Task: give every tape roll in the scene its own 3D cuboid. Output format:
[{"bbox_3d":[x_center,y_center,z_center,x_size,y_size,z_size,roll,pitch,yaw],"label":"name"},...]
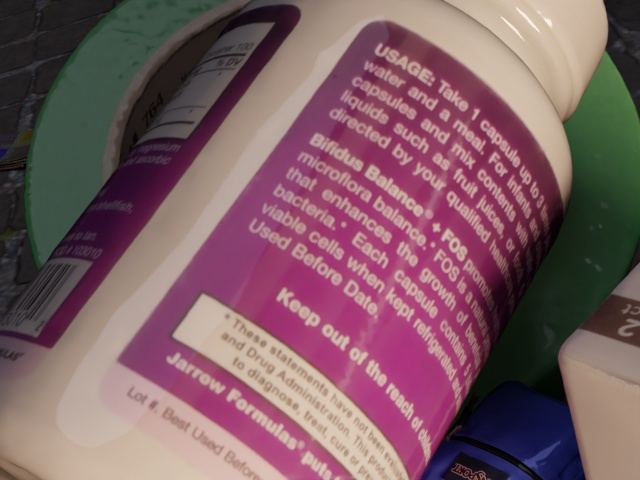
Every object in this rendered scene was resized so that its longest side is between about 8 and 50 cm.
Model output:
[{"bbox_3d":[0.008,-0.027,0.665,0.321,0.077,0.321,-2,61,3],"label":"tape roll"}]

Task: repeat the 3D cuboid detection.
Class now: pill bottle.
[{"bbox_3d":[0.000,0.000,0.508,0.169,0.169,0.301,13,59,40],"label":"pill bottle"}]

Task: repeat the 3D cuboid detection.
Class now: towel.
[{"bbox_3d":[-0.277,-0.080,1.079,0.083,0.009,0.060,-3,36,22],"label":"towel"}]

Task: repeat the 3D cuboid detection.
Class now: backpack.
[{"bbox_3d":[0.076,0.126,0.512,0.120,0.101,0.098,-43,34,-25],"label":"backpack"}]

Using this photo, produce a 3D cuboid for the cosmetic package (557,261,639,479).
[{"bbox_3d":[0.199,0.083,0.435,0.151,0.184,0.151,18,47,42],"label":"cosmetic package"}]
